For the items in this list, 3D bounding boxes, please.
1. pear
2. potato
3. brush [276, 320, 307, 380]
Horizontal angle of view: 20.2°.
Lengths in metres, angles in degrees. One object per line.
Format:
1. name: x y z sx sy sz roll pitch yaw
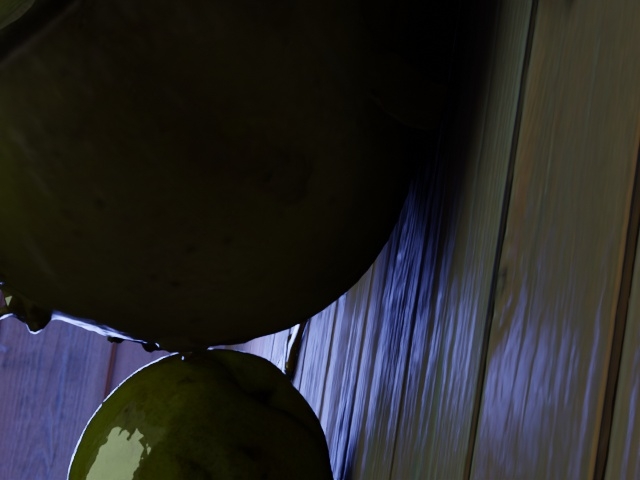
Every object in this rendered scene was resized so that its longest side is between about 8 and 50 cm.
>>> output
1. pear: -0.081 0.174 1.245 0.200 0.200 0.200 -171 90 -85
2. potato: -0.059 -0.128 1.095 0.385 0.319 0.442 -23 36 36
3. brush: -0.026 0.098 1.742 0.170 0.014 0.043 108 168 -57
